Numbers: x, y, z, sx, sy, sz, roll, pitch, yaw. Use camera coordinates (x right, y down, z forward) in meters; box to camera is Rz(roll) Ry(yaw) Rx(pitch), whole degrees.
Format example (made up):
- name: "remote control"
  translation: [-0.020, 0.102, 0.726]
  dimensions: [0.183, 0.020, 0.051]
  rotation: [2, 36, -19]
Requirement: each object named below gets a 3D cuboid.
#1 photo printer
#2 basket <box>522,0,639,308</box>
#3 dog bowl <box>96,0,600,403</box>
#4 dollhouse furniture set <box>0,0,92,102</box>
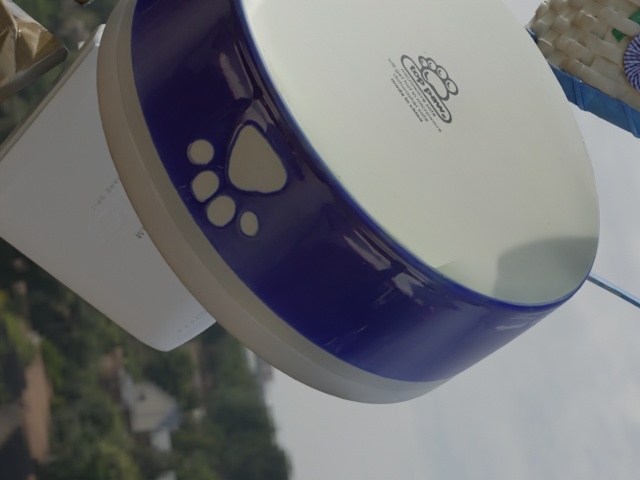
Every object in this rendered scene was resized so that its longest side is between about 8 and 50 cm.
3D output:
- name: "photo printer"
  translation: [-0.194, -0.043, 1.981]
  dimensions: [0.307, 0.256, 0.107]
  rotation: [39, 12, -14]
- name: "basket"
  translation: [0.260, -0.102, 1.576]
  dimensions: [0.201, 0.255, 0.289]
  rotation: [-107, -139, -67]
- name: "dog bowl"
  translation: [0.020, -0.055, 0.942]
  dimensions: [0.265, 0.104, 0.265]
  rotation: [31, 40, -31]
- name: "dollhouse furniture set"
  translation: [-0.402, -0.227, 2.104]
  dimensions: [0.394, 0.362, 0.256]
  rotation: [40, -19, 49]
